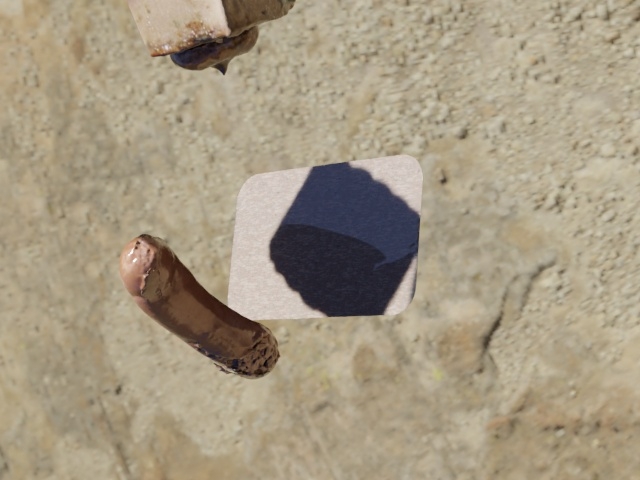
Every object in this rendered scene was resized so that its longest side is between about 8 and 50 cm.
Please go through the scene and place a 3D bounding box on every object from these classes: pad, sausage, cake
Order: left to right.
[{"bbox_3d":[-0.127,0.078,1.270,0.078,0.304,0.078,-14,58,23],"label":"sausage"},{"bbox_3d":[-0.159,-0.373,1.691,0.198,0.196,0.293,-5,112,36],"label":"cake"},{"bbox_3d":[0.000,0.000,1.339,0.266,0.002,0.176,-5,75,38],"label":"pad"}]
